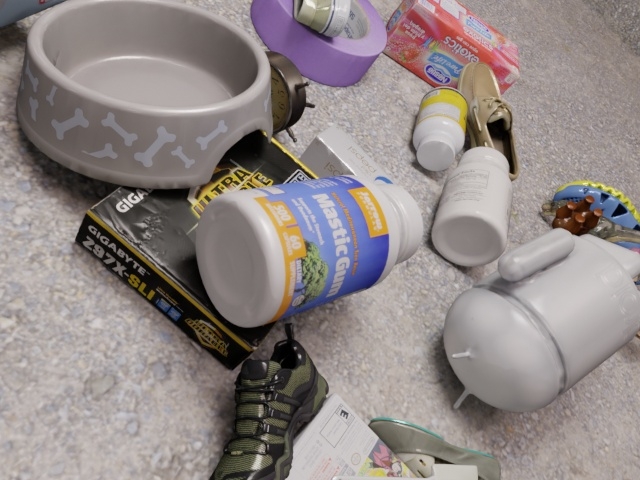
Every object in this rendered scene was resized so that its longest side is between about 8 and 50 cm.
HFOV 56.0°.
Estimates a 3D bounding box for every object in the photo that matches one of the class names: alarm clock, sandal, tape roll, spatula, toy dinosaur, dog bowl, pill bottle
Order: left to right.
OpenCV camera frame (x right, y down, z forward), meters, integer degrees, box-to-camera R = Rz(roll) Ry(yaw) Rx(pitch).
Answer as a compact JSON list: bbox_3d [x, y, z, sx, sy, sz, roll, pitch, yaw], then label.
[{"bbox_3d":[-0.226,-0.219,0.818,0.348,0.102,0.349,10,43,-10],"label":"dog bowl"},{"bbox_3d":[-0.100,-0.251,0.989,0.192,0.129,0.064,30,40,16],"label":"alarm clock"},{"bbox_3d":[0.000,-0.447,1.231,0.274,0.090,0.275,20,48,-23],"label":"tape roll"},{"bbox_3d":[0.000,0.000,0.738,0.272,0.152,0.152,-14,67,-41],"label":"pill bottle"},{"bbox_3d":[0.111,0.343,0.685,0.242,0.019,0.168,15,64,-34],"label":"spatula"},{"bbox_3d":[0.244,-0.226,1.228,0.103,0.103,0.184,31,45,-13],"label":"pill bottle"},{"bbox_3d":[0.290,-0.071,1.123,0.131,0.131,0.229,35,45,-9],"label":"pill bottle"},{"bbox_3d":[0.605,-0.003,1.301,0.268,0.118,0.064,19,4,9],"label":"toy dinosaur"},{"bbox_3d":[0.661,-0.013,1.361,0.317,0.126,0.138,35,67,1],"label":"sandal"}]

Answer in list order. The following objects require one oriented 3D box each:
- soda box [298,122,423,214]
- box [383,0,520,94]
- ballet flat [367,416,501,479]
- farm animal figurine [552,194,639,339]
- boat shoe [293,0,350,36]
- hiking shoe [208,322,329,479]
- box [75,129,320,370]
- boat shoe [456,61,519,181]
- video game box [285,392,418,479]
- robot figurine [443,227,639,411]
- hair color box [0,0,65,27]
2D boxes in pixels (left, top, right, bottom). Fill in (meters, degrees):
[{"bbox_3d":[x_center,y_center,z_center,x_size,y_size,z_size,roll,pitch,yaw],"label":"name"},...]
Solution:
[{"bbox_3d":[0.067,-0.091,1.019,0.216,0.074,0.069,45,44,2],"label":"soda box"},{"bbox_3d":[0.308,-0.455,1.419,0.300,0.142,0.154,29,46,-15],"label":"box"},{"bbox_3d":[0.153,0.295,0.791,0.213,0.072,0.068,25,49,-19],"label":"ballet flat"},{"bbox_3d":[0.548,0.097,1.158,0.330,0.172,0.327,38,61,14],"label":"farm animal figurine"},{"bbox_3d":[-0.006,-0.519,1.143,0.094,0.109,0.302,11,55,-27],"label":"boat shoe"},{"bbox_3d":[-0.073,0.192,0.673,0.114,0.086,0.227,66,30,-19],"label":"hiking shoe"},{"bbox_3d":[-0.121,-0.022,0.831,0.257,0.079,0.322,42,44,-4],"label":"box"},{"bbox_3d":[0.368,-0.256,1.288,0.109,0.098,0.302,4,73,-23],"label":"boat shoe"},{"bbox_3d":[0.023,0.314,0.700,0.187,0.048,0.205,45,44,3],"label":"video game box"},{"bbox_3d":[0.333,0.123,0.917,0.353,0.200,0.300,-30,120,-19],"label":"robot figurine"},{"bbox_3d":[-0.500,-0.314,0.691,0.185,0.113,0.374,47,59,3],"label":"hair color box"}]
